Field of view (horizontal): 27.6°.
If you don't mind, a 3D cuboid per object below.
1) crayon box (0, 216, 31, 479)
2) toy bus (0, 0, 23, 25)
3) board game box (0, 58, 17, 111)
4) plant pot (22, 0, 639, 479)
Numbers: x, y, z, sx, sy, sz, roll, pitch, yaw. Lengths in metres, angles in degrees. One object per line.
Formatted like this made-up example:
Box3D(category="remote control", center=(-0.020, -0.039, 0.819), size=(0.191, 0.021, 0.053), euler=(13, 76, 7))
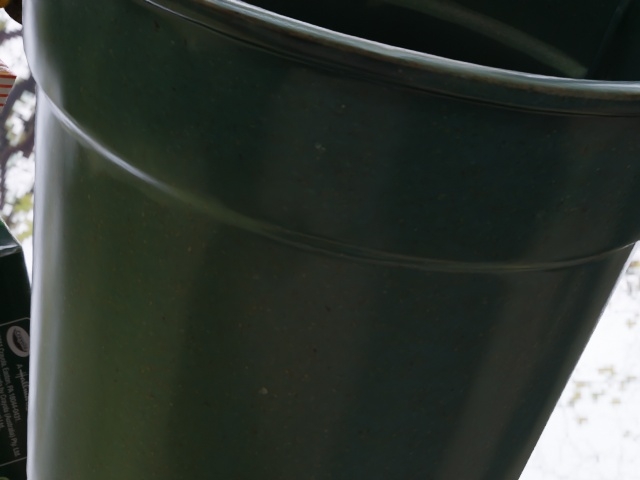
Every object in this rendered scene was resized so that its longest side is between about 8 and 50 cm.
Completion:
Box3D(category="crayon box", center=(-0.303, 0.068, 1.131), size=(0.083, 0.323, 0.203), euler=(-16, -69, -20))
Box3D(category="toy bus", center=(-0.308, -0.289, 1.174), size=(0.108, 0.130, 0.332), euler=(-44, -31, 26))
Box3D(category="board game box", center=(-0.400, -0.158, 1.301), size=(0.193, 0.045, 0.147), euler=(43, -65, 26))
Box3D(category="plant pot", center=(0.000, 0.000, 0.641), size=(0.341, 0.341, 0.334), euler=(13, -62, -2))
